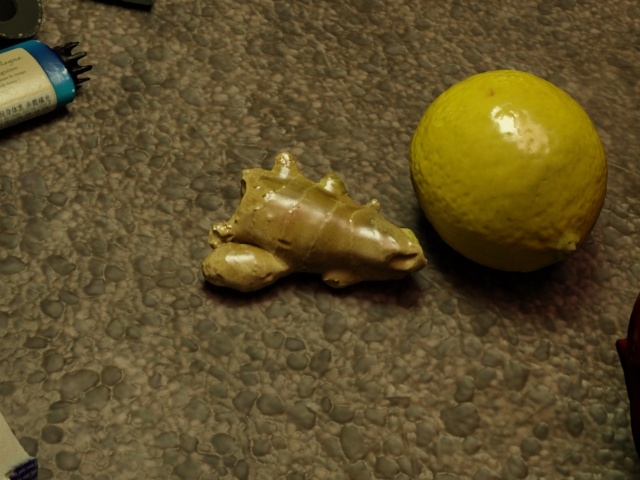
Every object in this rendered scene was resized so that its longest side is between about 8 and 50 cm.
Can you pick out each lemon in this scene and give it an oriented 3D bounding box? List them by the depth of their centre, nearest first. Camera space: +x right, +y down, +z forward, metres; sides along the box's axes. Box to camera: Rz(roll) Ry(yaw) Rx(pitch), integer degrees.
[{"bbox_3d":[0.175,-0.062,1.365,0.178,0.178,0.203,-15,53,-26],"label":"lemon"}]

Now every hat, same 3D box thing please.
[{"bbox_3d":[-0.340,-0.224,1.488,0.121,0.050,0.121,10,42,-9],"label":"hat"}]

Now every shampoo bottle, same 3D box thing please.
[{"bbox_3d":[-0.305,-0.146,1.421,0.183,0.050,0.087,-25,54,-32],"label":"shampoo bottle"}]

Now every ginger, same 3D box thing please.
[{"bbox_3d":[-0.007,-0.012,1.340,0.205,0.081,0.115,0,54,-12],"label":"ginger"}]

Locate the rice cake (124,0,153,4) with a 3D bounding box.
[{"bbox_3d":[-0.207,-0.339,1.637,0.080,0.042,0.222,7,47,-1],"label":"rice cake"}]

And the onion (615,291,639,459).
[{"bbox_3d":[0.344,0.114,1.181,0.221,0.281,0.281,-36,57,1],"label":"onion"}]

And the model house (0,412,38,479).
[{"bbox_3d":[-0.263,0.190,1.097,0.100,0.088,0.100,52,20,4],"label":"model house"}]
